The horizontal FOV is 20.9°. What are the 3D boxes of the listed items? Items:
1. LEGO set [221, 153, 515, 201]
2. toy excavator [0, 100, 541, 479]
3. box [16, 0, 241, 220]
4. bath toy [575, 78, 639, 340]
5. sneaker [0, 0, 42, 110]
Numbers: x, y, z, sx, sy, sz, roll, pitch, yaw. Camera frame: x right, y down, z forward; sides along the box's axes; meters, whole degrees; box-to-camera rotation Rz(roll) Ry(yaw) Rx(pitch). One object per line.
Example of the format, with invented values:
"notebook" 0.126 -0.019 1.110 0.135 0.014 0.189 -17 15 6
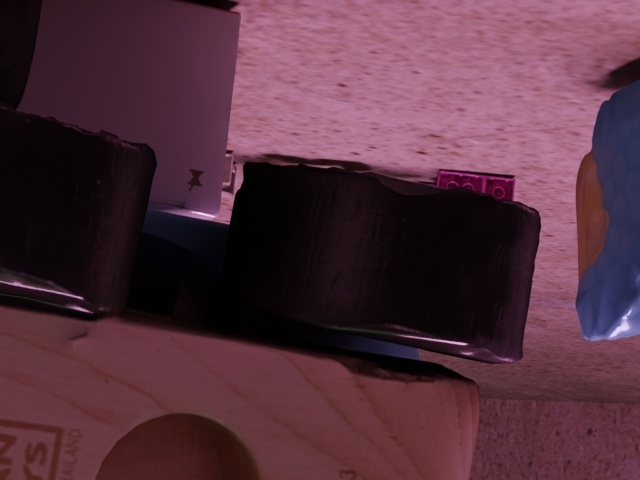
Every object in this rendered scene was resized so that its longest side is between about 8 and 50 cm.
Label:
"LEGO set" 0.000 0.000 1.085 0.227 0.087 0.093 6 171 1
"toy excavator" -0.197 0.061 0.677 0.432 0.222 0.445 11 177 -25
"box" -0.127 -0.055 0.780 0.130 0.091 0.170 10 171 -23
"bath toy" 0.297 0.005 0.807 0.348 0.129 0.151 6 171 -11
"sneaker" -0.146 -0.100 0.532 0.130 0.087 0.227 8 168 -5
